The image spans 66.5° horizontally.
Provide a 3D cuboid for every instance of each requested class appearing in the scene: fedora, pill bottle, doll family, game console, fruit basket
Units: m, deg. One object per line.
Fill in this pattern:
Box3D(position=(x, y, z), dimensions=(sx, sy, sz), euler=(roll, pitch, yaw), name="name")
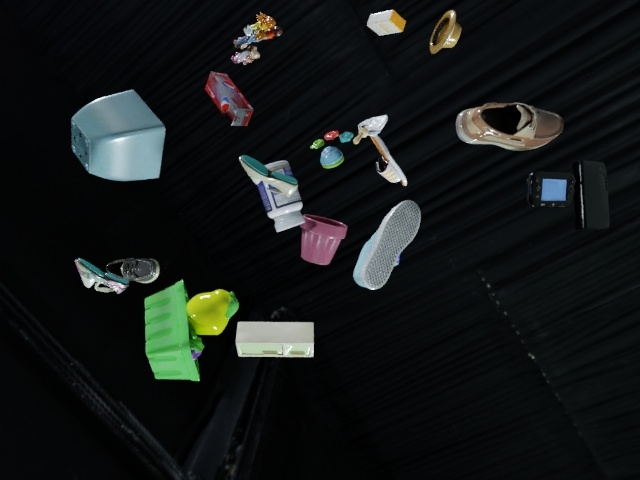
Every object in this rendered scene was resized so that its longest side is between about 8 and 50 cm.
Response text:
Box3D(position=(0.544, -0.880, 2.087), dimensions=(0.079, 0.194, 0.194), euler=(17, -145, -15), name="fedora")
Box3D(position=(-0.162, -0.178, 1.989), dimensions=(0.153, 0.153, 0.264), euler=(-21, -87, -71), name="pill bottle")
Box3D(position=(-0.262, -0.824, 1.961), dimensions=(0.263, 0.163, 0.118), euler=(-56, -49, -27), name="doll family")
Box3D(position=(0.747, -0.136, 1.467), dimensions=(0.361, 0.044, 0.213), euler=(-2, -92, -29), name="game console")
Box3D(position=(-0.497, 0.334, 1.937), dimensions=(0.392, 0.392, 0.283), euler=(-97, 5, -49), name="fruit basket")

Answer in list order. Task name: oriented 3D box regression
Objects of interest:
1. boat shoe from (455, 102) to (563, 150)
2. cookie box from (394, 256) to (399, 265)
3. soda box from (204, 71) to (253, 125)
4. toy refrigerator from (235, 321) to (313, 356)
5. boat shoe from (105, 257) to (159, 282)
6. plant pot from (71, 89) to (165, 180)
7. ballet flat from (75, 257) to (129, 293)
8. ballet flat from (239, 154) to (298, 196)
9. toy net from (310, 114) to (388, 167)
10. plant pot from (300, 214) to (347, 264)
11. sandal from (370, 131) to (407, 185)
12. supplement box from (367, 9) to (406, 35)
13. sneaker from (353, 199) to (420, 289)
Box3D(position=(0.539, -0.317, 1.343), dimensions=(0.116, 0.324, 0.123), euler=(163, 101, -74), name="boat shoe")
Box3D(position=(0.326, 0.083, 2.297), dimensions=(0.040, 0.092, 0.107), euler=(53, 158, 37), name="cookie box")
Box3D(position=(-0.389, -0.600, 2.071), dimensions=(0.083, 0.092, 0.263), euler=(-8, -127, -42), name="soda box")
Box3D(position=(-0.159, 0.356, 1.735), dimensions=(0.102, 0.269, 0.094), euler=(93, 176, -48), name="toy refrigerator")
Box3D(position=(-0.609, 0.096, 1.573), dimensions=(0.073, 0.223, 0.080), euler=(7, -97, -53), name="boat shoe")
Box3D(position=(-0.749, -0.366, 1.773), dimensions=(0.252, 0.247, 0.248), euler=(-23, -119, -41), name="plant pot")
Box3D(position=(-0.786, 0.139, 1.734), dimensions=(0.077, 0.079, 0.221), euler=(36, 178, 40), name="ballet flat")
Box3D(position=(-0.205, -0.235, 1.848), dimensions=(0.248, 0.086, 0.086), euler=(24, -148, -18), name="ballet flat")
Box3D(position=(0.091, -0.297, 1.417), dimensions=(0.045, 0.232, 0.122), euler=(64, 176, -37), name="toy net")
Box3D(position=(0.000, 0.000, 2.097), dimensions=(0.201, 0.201, 0.180), euler=(-14, -61, -71), name="plant pot")
Box3D(position=(0.243, -0.303, 1.890), dimensions=(0.265, 0.076, 0.102), euler=(49, -174, -31), name="sandal")
Box3D(position=(0.195, -0.646, 1.449), dimensions=(0.062, 0.036, 0.098), euler=(20, 179, -41), name="supplement box")
Box3D(position=(0.224, 0.006, 1.776), dimensions=(0.135, 0.366, 0.150), euler=(42, 163, -22), name="sneaker")
